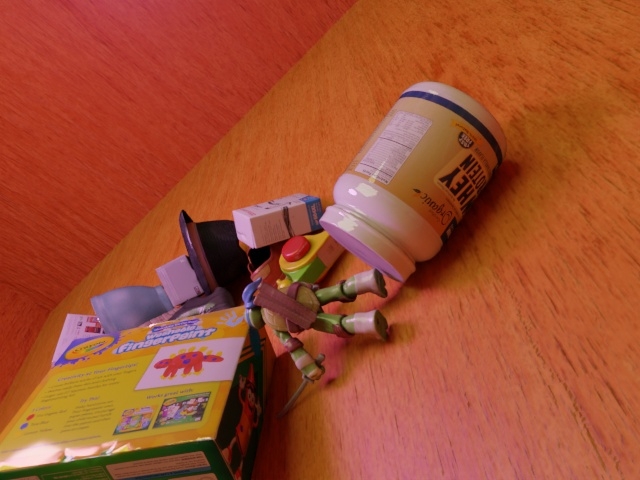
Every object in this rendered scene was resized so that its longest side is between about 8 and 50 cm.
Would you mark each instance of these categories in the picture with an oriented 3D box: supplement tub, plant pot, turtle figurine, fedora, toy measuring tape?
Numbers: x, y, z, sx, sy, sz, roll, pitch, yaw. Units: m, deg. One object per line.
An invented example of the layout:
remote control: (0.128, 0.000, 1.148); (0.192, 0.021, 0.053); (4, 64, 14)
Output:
supplement tub: (0.166, -0.103, 0.970); (0.316, 0.228, 0.228); (-54, 26, -6)
plant pot: (-0.525, 0.253, 1.581); (0.196, 0.293, 0.293); (-28, 20, -19)
turtle figurine: (0.006, 0.164, 1.020); (0.266, 0.274, 0.198); (-13, 17, 22)
fedora: (-0.294, 0.031, 1.540); (0.152, 0.334, 0.334); (-21, 26, -8)
toy measuring tape: (0.000, 0.000, 1.239); (0.330, 0.121, 0.121); (-52, 25, -21)

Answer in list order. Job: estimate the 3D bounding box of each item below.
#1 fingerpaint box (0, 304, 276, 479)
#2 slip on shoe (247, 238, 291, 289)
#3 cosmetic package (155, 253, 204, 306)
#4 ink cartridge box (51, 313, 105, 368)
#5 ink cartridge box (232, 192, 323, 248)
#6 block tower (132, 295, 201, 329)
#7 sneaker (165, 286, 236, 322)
fingerpaint box: (-0.336, 0.325, 1.017); (0.445, 0.163, 0.371); (-13, 26, 9)
slip on shoe: (-0.146, 0.031, 1.431); (0.123, 0.101, 0.331); (-45, 25, 15)
cosmetic package: (-0.409, 0.122, 1.581); (0.107, 0.127, 0.238); (-27, -3, -7)
ink cartridge box: (-0.778, 0.398, 1.857); (0.309, 0.272, 0.130); (-125, 45, -63)
ink cartridge box: (-0.112, -0.056, 1.392); (0.203, 0.086, 0.148); (-17, 17, -23)
block tower: (-0.435, 0.264, 1.417); (0.335, 0.091, 0.097); (-27, 17, -24)
sneaker: (-0.340, 0.220, 1.354); (0.286, 0.109, 0.130); (-25, 45, -2)
